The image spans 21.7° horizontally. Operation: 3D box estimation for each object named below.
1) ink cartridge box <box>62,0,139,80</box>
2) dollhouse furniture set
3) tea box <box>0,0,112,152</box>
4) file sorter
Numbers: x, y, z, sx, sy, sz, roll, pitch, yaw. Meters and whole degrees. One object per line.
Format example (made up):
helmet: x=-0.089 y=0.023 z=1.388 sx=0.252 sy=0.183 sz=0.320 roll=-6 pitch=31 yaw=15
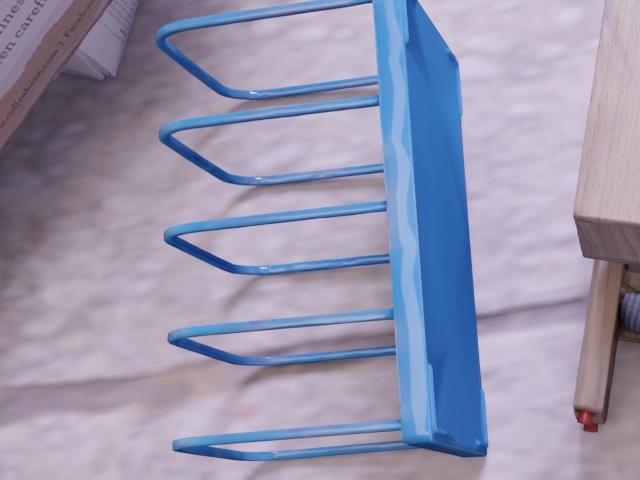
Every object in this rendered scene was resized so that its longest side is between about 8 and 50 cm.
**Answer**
ink cartridge box: x=-0.124 y=-0.150 z=0.735 sx=0.099 sy=0.056 sz=0.135 roll=14 pitch=83 yaw=14
dollhouse furniture set: x=0.158 y=0.008 z=0.583 sx=0.129 sy=0.184 sz=0.129 roll=8 pitch=82 yaw=13
tea box: x=-0.237 y=-0.194 z=0.634 sx=0.323 sy=0.220 sz=0.329 roll=42 pitch=98 yaw=30
file sorter: x=0.000 y=0.000 z=0.653 sx=0.104 sy=0.118 sz=0.170 roll=-6 pitch=79 yaw=14
